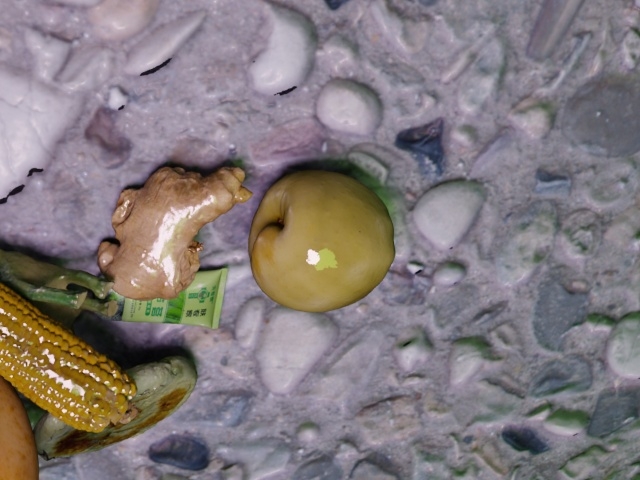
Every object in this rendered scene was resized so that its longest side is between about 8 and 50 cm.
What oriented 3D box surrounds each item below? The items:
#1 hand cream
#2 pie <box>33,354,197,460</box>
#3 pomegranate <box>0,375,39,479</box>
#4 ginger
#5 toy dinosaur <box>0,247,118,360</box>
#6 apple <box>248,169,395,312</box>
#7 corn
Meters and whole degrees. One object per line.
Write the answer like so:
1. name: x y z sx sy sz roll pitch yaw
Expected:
1. hand cream: -0.215 0.077 1.217 0.175 0.046 0.095 4 113 -19
2. pie: -0.277 0.229 1.231 0.240 0.054 0.240 -27 161 -10
3. pomegranate: -0.538 0.273 1.035 0.417 0.416 0.416 -8 120 -14
4. ginger: -0.191 -0.024 1.146 0.137 0.074 0.213 33 103 -11
5. toy dinosaur: -0.408 0.060 1.139 0.301 0.087 0.447 12 137 10
6. apple: 0.000 0.000 1.169 0.200 0.200 0.200 -8 120 -14
7. corn: -0.344 0.116 1.043 0.320 0.097 0.097 42 99 -19
